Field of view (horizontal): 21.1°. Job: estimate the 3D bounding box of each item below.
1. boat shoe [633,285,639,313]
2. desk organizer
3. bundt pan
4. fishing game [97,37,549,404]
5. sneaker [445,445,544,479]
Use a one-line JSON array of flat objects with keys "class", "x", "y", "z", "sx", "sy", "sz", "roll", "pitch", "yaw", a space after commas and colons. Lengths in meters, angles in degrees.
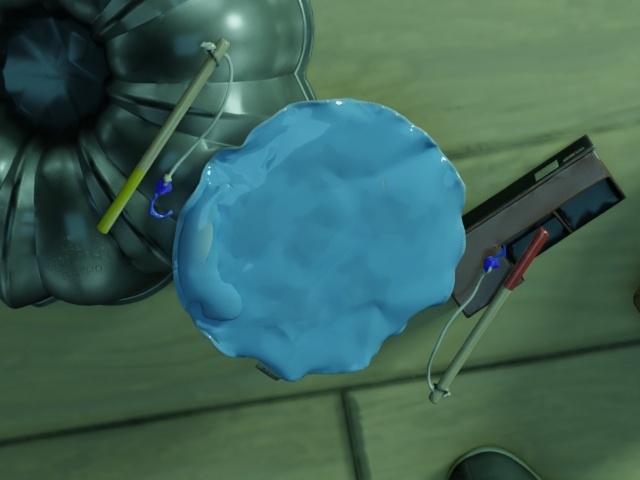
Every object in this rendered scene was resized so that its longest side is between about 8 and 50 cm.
[{"class": "boat shoe", "x": 0.316, "y": -0.047, "z": 1.051, "sx": 0.116, "sy": 0.123, "sz": 0.324, "roll": 37, "pitch": 100, "yaw": -1}, {"class": "desk organizer", "x": 0.133, "y": -0.009, "z": 1.107, "sx": 0.130, "sy": 0.047, "sz": 0.050, "roll": -34, "pitch": 99, "yaw": 10}, {"class": "bundt pan", "x": -0.169, "y": -0.106, "z": 1.073, "sx": 0.330, "sy": 0.124, "sz": 0.331, "roll": 1, "pitch": 100, "yaw": 4}, {"class": "fishing game", "x": 0.000, "y": 0.000, "z": 1.053, "sx": 0.264, "sy": 0.041, "sz": 0.189, "roll": 25, "pitch": 105, "yaw": -23}, {"class": "sneaker", "x": 0.170, "y": 0.232, "z": 1.113, "sx": 0.222, "sy": 0.118, "sz": 0.083, "roll": 36, "pitch": 101, "yaw": -3}]
